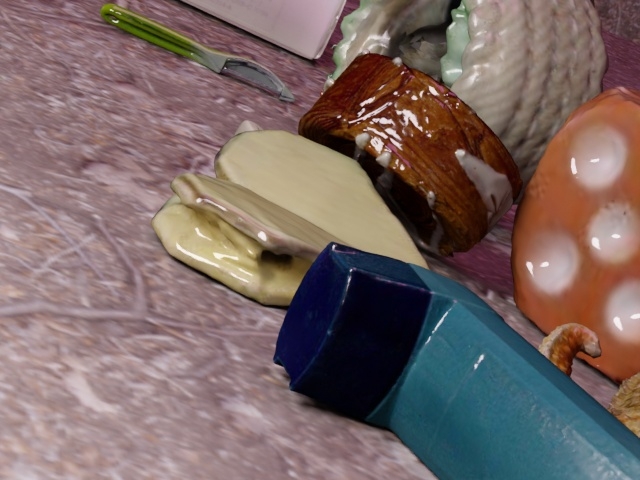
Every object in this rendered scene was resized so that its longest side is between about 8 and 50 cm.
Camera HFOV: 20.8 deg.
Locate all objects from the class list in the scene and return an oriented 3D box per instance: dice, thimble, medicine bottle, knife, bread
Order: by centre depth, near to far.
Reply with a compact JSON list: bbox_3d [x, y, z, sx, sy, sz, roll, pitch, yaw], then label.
[{"bbox_3d":[0.090,0.096,0.840,0.124,0.079,0.258,15,18,-43],"label":"medicine bottle"},{"bbox_3d":[0.062,-0.058,1.206,0.160,0.073,0.160,36,-12,9],"label":"bread"},{"bbox_3d":[0.250,0.008,1.207,0.175,0.179,0.174,31,17,38],"label":"dice"},{"bbox_3d":[0.119,-0.140,1.402,0.150,0.219,0.219,14,19,-39],"label":"thimble"},{"bbox_3d":[-0.104,-0.162,1.503,0.184,0.022,0.026,24,41,-9],"label":"knife"}]

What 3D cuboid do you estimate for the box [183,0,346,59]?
[{"bbox_3d":[-0.092,-0.289,1.791,0.251,0.106,0.203,25,14,-3],"label":"box"}]

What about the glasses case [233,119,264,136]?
[{"bbox_3d":[-0.044,-0.059,1.229,0.021,0.032,0.083,14,19,-26],"label":"glasses case"}]

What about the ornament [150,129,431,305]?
[{"bbox_3d":[0.000,0.000,1.073,0.180,0.059,0.201,28,18,6],"label":"ornament"}]

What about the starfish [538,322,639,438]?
[{"bbox_3d":[0.260,0.130,0.947,0.303,0.113,0.312,9,19,-44],"label":"starfish"}]
